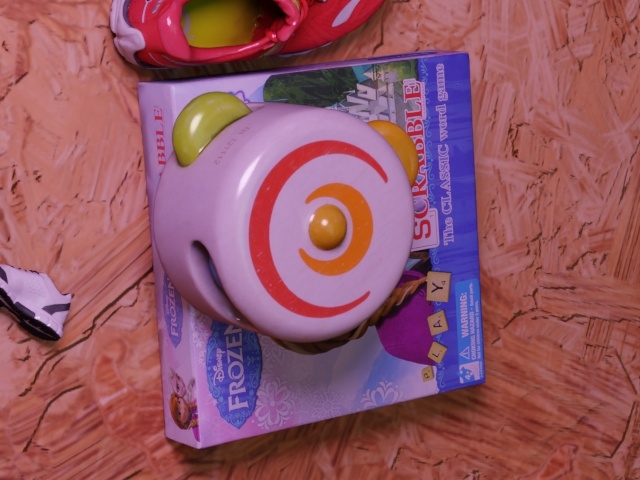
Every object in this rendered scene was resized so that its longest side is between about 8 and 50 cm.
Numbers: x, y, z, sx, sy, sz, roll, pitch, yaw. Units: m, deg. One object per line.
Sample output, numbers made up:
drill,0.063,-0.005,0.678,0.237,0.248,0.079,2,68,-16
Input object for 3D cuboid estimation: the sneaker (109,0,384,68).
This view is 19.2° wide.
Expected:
sneaker,-0.039,-0.195,1.620,0.279,0.118,0.107,-20,109,-29

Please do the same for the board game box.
board game box,0.000,0.000,1.702,0.318,0.066,0.318,-10,101,-32

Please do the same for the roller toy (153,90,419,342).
roller toy,-0.024,-0.016,1.555,0.209,0.146,0.191,8,92,-33

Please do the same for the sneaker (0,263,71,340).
sneaker,-0.250,0.038,1.563,0.109,0.040,0.043,42,56,-33
